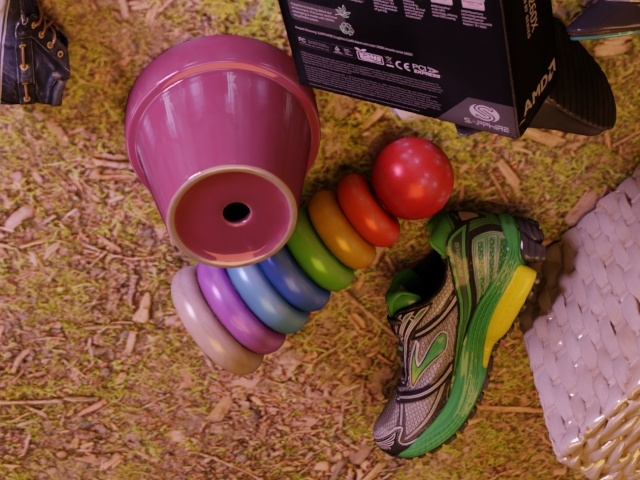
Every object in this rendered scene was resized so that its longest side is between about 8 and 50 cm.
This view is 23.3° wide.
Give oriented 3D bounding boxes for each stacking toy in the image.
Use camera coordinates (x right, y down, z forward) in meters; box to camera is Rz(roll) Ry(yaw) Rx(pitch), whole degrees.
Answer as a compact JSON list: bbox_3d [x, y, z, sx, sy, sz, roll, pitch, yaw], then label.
[{"bbox_3d":[0.000,0.000,1.682,0.330,0.141,0.141,-38,125,13],"label":"stacking toy"}]

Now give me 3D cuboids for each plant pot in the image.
[{"bbox_3d":[-0.095,-0.078,1.557,0.201,0.180,0.201,-4,129,-4],"label":"plant pot"}]

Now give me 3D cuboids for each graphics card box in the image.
[{"bbox_3d":[0.063,-0.263,1.267,0.233,0.094,0.371,16,142,28],"label":"graphics card box"}]

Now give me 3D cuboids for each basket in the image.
[{"bbox_3d":[0.422,0.100,1.697,0.266,0.331,0.328,32,118,-23],"label":"basket"}]

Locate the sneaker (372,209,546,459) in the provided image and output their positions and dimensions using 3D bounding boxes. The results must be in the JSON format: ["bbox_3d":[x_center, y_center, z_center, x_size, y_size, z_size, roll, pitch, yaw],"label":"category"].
[{"bbox_3d":[0.128,0.104,1.792,0.146,0.134,0.343,15,117,-12],"label":"sneaker"}]

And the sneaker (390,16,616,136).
[{"bbox_3d":[0.145,-0.172,1.573,0.331,0.122,0.146,21,141,-24],"label":"sneaker"}]

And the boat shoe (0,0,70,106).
[{"bbox_3d":[-0.282,-0.207,1.502,0.083,0.065,0.183,2,135,-14],"label":"boat shoe"}]

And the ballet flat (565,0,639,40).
[{"bbox_3d":[0.349,-0.243,1.567,0.203,0.074,0.074,-4,130,2],"label":"ballet flat"}]
